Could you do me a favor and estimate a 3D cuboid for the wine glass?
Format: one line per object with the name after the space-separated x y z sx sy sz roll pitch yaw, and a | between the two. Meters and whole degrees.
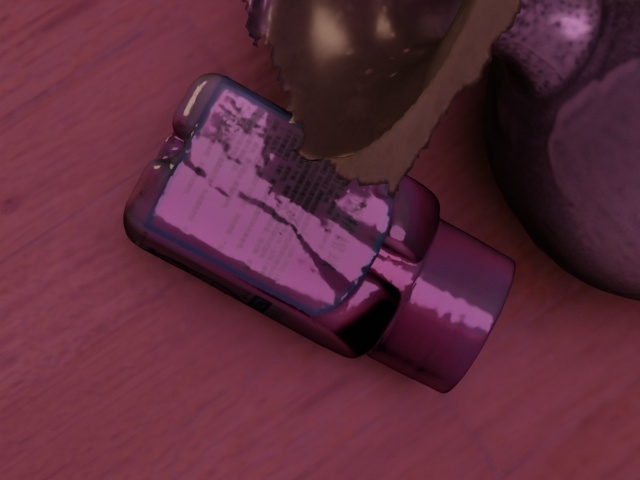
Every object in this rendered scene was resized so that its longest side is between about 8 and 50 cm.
0.148 -0.087 0.757 0.322 0.238 0.238 12 84 -31 | wine glass

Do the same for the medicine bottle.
0.000 0.000 0.819 0.188 0.119 0.094 28 84 -4 | medicine bottle
